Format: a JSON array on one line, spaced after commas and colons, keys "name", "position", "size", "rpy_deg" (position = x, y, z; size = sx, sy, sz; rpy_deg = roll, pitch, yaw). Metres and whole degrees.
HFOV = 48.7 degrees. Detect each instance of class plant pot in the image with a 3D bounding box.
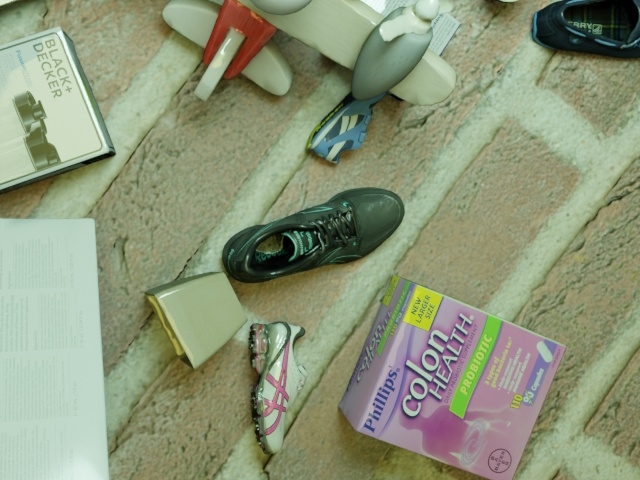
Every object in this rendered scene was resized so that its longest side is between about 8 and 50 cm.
[{"name": "plant pot", "position": [-0.162, 0.095, 0.949], "size": [0.096, 0.109, 0.109], "rpy_deg": [-30, 99, -20]}]

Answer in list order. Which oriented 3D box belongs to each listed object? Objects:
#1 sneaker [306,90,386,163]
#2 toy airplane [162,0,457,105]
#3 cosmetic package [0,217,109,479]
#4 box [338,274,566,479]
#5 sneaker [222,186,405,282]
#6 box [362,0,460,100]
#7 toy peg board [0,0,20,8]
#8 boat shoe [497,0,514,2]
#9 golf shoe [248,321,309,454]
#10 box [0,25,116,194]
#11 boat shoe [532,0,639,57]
[{"name": "sneaker", "position": [0.045, -0.164, 0.976], "size": [0.059, 0.053, 0.144], "rpy_deg": [41, 117, -16]}, {"name": "toy airplane", "position": [-0.051, -0.307, 0.800], "size": [0.386, 0.272, 0.384], "rpy_deg": [-7, 122, 9]}, {"name": "cosmetic package", "position": [-0.392, 0.149, 0.783], "size": [0.284, 0.097, 0.377], "rpy_deg": [1, 55, -23]}, {"name": "box", "position": [0.184, 0.195, 1.008], "size": [0.243, 0.117, 0.214], "rpy_deg": [23, 90, -11]}, {"name": "sneaker", "position": [0.000, 0.000, 0.968], "size": [0.267, 0.106, 0.101], "rpy_deg": [-21, 96, -10]}, {"name": "box", "position": [0.099, -0.284, 0.982], "size": [0.137, 0.072, 0.126], "rpy_deg": [34, 88, -10]}, {"name": "toy peg board", "position": [-0.428, -0.365, 0.885], "size": [0.160, 0.079, 0.161], "rpy_deg": [-31, 105, -23]}, {"name": "boat shoe", "position": [0.268, -0.456, 0.999], "size": [0.095, 0.079, 0.255], "rpy_deg": [2, 91, -8]}, {"name": "golf shoe", "position": [-0.056, 0.207, 0.990], "size": [0.085, 0.067, 0.186], "rpy_deg": [-1, 94, -12]}, {"name": "box", "position": [-0.427, -0.140, 0.888], "size": [0.289, 0.087, 0.169], "rpy_deg": [-20, 97, -9]}, {"name": "boat shoe", "position": [0.444, -0.310, 1.035], "size": [0.258, 0.089, 0.109], "rpy_deg": [-10, 96, -10]}]
